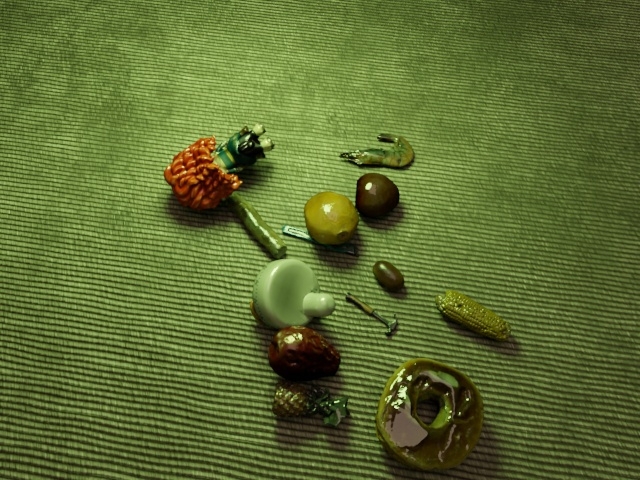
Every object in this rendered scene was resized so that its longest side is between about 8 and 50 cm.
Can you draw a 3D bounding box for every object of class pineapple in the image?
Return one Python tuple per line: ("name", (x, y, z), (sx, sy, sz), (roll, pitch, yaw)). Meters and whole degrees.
("pineapple", (-0.025, 0.495, 1.622), (0.237, 0.111, 0.119), (8, 90, -3))

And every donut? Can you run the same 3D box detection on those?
("donut", (0.310, 0.514, 1.595), (0.329, 0.160, 0.330), (6, 63, -11))

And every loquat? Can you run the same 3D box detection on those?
("loquat", (0.033, -0.082, 1.880), (0.187, 0.176, 0.234), (14, 29, -27))

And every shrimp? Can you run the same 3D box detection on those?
("shrimp", (0.221, -0.362, 2.116), (0.295, 0.058, 0.169), (4, 54, -3))

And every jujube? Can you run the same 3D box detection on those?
("jujube", (-0.044, 0.354, 1.646), (0.236, 0.168, 0.168), (21, 59, -24))

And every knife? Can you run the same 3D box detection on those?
("knife", (0.000, -0.001, 1.929), (0.296, 0.026, 0.044), (16, 74, 7))

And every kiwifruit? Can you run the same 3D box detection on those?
("kiwifruit", (0.233, 0.119, 1.843), (0.075, 0.075, 0.124), (-38, 73, -19))

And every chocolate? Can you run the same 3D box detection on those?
("chocolate", (0.207, -0.164, 1.948), (0.176, 0.177, 0.177), (0, 62, -1))

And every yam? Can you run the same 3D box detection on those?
("yam", (-0.234, -0.059, 1.934), (0.071, 0.067, 0.317), (-20, 58, -45))

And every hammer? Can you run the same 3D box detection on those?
("hammer", (0.171, 0.234, 1.807), (0.201, 0.021, 0.078), (34, 66, 15))

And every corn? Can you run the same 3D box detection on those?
("corn", (0.498, 0.246, 1.764), (0.261, 0.097, 0.097), (27, 65, 12))

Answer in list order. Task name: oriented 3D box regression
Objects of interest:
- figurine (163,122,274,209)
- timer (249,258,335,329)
("figurine", (-0.353, -0.284, 1.946), (0.306, 0.241, 0.412), (8, 44, 49))
("timer", (-0.092, 0.174, 1.713), (0.240, 0.233, 0.234), (-6, 49, 48))
